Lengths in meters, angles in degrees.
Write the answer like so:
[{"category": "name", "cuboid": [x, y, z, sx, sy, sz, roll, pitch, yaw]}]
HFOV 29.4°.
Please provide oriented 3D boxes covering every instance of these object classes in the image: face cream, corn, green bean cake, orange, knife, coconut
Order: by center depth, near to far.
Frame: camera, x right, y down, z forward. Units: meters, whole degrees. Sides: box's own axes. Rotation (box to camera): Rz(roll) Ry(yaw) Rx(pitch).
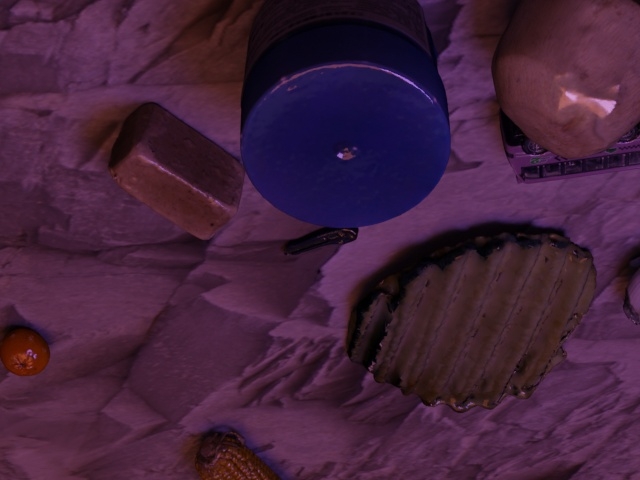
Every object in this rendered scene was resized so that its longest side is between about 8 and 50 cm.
[{"category": "coconut", "cuboid": [0.318, -0.216, 1.459, 0.224, 0.224, 0.224, 2, 136, 2]}, {"category": "face cream", "cuboid": [0.029, -0.176, 1.487, 0.249, 0.225, 0.249, 1, 133, 1]}, {"category": "green bean cake", "cuboid": [-0.195, -0.093, 1.665, 0.179, 0.109, 0.085, 33, 130, -27]}, {"category": "knife", "cuboid": [0.000, 0.000, 1.815, 0.121, 0.018, 0.031, -17, 130, 22]}, {"category": "orange", "cuboid": [-0.484, 0.184, 1.993, 0.083, 0.070, 0.083, 0, 131, 1]}, {"category": "corn", "cuboid": [-0.125, 0.447, 2.228, 0.106, 0.106, 0.293, -20, 134, 22]}]

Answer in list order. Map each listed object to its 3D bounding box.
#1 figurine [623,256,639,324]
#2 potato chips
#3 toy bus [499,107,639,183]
[{"category": "figurine", "cuboid": [0.535, 0.074, 1.791, 0.184, 0.128, 0.208, -23, 138, 20]}, {"category": "potato chips", "cuboid": [0.231, 0.126, 1.901, 0.359, 0.070, 0.429, 8, 137, -9]}, {"category": "toy bus", "cuboid": [0.338, -0.139, 1.600, 0.199, 0.096, 0.108, -8, 139, 7]}]
